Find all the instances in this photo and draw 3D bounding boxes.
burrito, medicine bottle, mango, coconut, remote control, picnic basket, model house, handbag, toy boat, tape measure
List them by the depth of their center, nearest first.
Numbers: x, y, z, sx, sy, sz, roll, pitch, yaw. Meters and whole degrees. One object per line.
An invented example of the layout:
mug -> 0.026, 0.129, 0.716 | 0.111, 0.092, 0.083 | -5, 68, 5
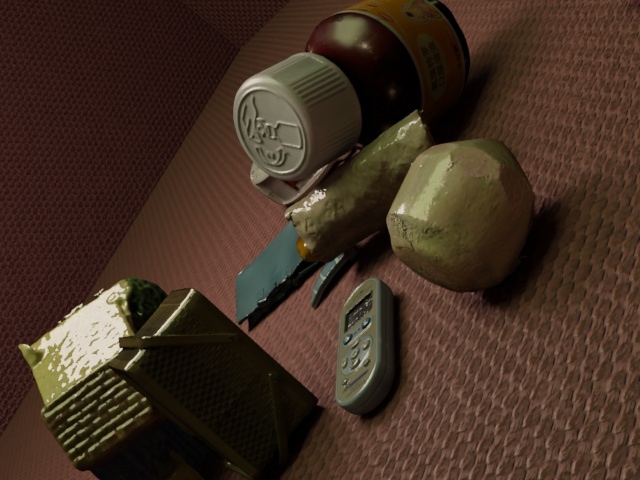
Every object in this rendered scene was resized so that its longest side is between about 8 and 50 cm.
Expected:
coconut -> 0.172, -0.036, 1.147 | 0.183, 0.171, 0.171 | -56, 18, -10
remote control -> 0.062, 0.135, 1.292 | 0.087, 0.047, 0.244 | -47, 18, 27
picnic basket -> -0.147, 0.197, 1.353 | 0.139, 0.266, 0.165 | -50, 12, -17
burrito -> 0.085, -0.077, 1.470 | 0.299, 0.143, 0.105 | -34, 54, 34
model house -> -0.273, 0.256, 1.546 | 0.261, 0.321, 0.266 | -36, 34, -2
medicine bottle -> 0.050, -0.232, 1.557 | 0.395, 0.242, 0.242 | -40, 6, -38
toy boat -> 0.014, 0.050, 1.603 | 0.122, 0.034, 0.096 | -52, 12, 8
mango -> 0.000, 0.000, 1.650 | 0.080, 0.060, 0.114 | -45, -8, 38
handbag -> -0.075, 0.054, 1.790 | 0.221, 0.057, 0.144 | -42, 24, 30
tape measure -> -0.040, -0.204, 2.079 | 0.265, 0.130, 0.258 | -46, 21, 21
